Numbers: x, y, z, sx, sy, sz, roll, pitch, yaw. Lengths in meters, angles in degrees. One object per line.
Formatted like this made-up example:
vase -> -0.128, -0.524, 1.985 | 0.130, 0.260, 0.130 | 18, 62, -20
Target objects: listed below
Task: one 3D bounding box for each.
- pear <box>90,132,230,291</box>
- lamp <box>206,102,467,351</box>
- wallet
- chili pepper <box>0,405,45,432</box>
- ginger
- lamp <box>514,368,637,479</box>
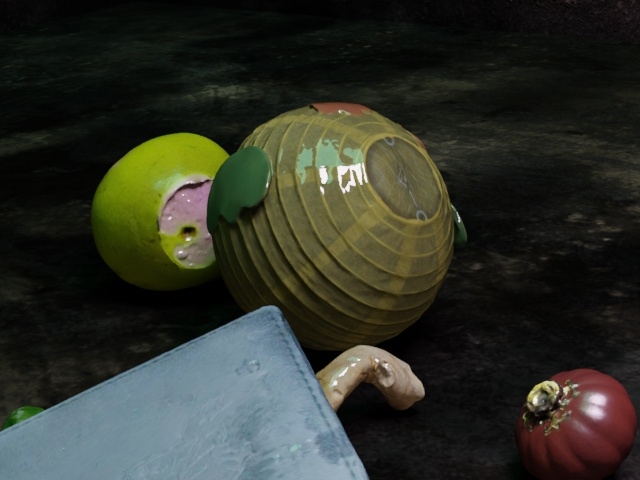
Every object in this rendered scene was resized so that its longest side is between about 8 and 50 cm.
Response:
pear -> -0.175, -0.032, 1.346 | 0.188, 0.187, 0.220 | -16, 16, -28
lamp -> 0.000, 0.000, 1.174 | 0.250, 0.250, 0.284 | -28, -8, -46
wallet -> -0.093, 0.173, 0.707 | 0.251, 0.054, 0.290 | -23, 33, -5
chili pepper -> -0.252, 0.208, 0.846 | 0.099, 0.083, 0.253 | -42, 3, 31
ginger -> -0.049, 0.147, 1.009 | 0.288, 0.075, 0.089 | -15, 19, -16
lamp -> 0.201, 0.149, 0.924 | 0.101, 0.090, 0.101 | -40, 22, 20
